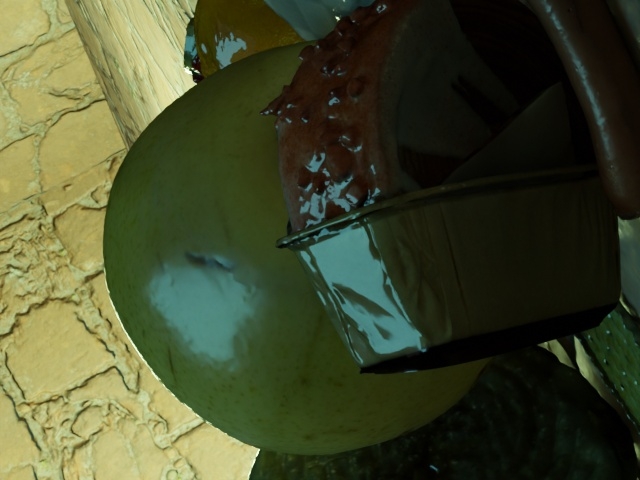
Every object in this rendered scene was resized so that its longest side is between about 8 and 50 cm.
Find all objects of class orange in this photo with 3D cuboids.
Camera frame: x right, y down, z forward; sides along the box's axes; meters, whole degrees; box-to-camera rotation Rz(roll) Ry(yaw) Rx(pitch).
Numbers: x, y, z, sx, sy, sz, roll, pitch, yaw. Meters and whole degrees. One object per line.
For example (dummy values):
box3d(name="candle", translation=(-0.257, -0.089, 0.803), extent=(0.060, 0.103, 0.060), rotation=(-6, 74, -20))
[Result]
box3d(name="orange", translation=(-0.035, -0.169, 1.550), extent=(0.159, 0.136, 0.159), rotation=(57, 168, 20))

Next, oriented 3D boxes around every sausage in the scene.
box3d(name="sausage", translation=(0.145, -0.094, 1.027), extent=(0.176, 0.047, 0.040), rotation=(63, -155, -14))

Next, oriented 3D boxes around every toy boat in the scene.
box3d(name="toy boat", translation=(-0.112, -0.211, 2.114), extent=(0.185, 0.071, 0.089), rotation=(90, -167, -73))

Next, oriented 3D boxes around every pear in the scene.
box3d(name="pear", translation=(0.000, 0.000, 1.341), extent=(0.309, 0.309, 0.309), rotation=(59, 171, 15))

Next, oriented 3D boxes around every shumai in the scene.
box3d(name="shumai", translation=(0.122, 0.248, 1.509), extent=(0.263, 0.304, 0.309), rotation=(61, -153, -46))

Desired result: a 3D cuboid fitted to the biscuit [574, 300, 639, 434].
box3d(name="biscuit", translation=(0.230, 0.114, 1.296), extent=(0.203, 0.016, 0.144), rotation=(58, 171, 27))

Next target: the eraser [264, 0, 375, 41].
box3d(name="eraser", translation=(-0.018, -0.250, 1.253), extent=(0.213, 0.082, 0.397), rotation=(42, 171, 0))

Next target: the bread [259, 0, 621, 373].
box3d(name="bread", translation=(0.079, -0.039, 1.084), extent=(0.142, 0.224, 0.212), rotation=(-16, 86, 46))
